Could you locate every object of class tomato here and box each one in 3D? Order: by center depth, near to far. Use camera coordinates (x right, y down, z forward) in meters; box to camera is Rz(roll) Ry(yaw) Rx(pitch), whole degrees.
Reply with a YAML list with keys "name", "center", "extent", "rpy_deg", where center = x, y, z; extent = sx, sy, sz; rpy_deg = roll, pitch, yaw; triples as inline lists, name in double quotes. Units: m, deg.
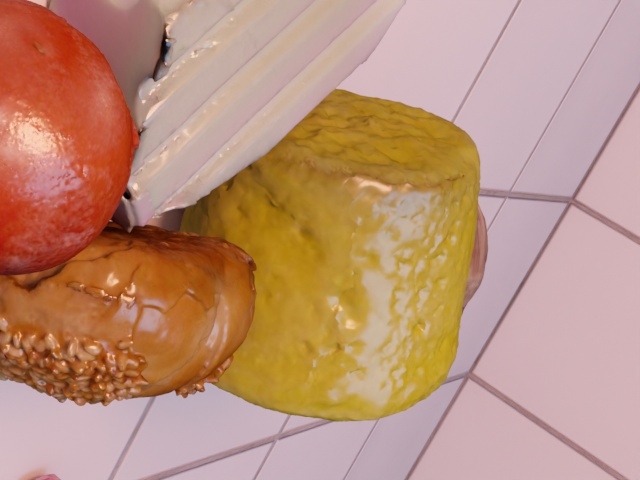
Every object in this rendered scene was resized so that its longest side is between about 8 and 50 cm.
- name: "tomato"
  center: [-0.242, -0.068, 0.853]
  extent: [0.184, 0.208, 0.208]
  rpy_deg: [-45, 156, -36]

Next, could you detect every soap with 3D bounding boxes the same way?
- name: "soap"
  center: [-0.071, -0.220, 1.061]
  extent: [0.446, 0.156, 0.261]
  rpy_deg: [-48, 157, -21]

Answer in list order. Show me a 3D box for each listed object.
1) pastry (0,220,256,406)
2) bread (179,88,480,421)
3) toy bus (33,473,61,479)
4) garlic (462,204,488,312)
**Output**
- name: "pastry"
  center: [-0.200, 0.065, 1.065]
  extent: [0.311, 0.255, 0.161]
  rpy_deg: [-2, 99, -62]
- name: "bread"
  center: [0.000, 0.000, 1.296]
  extent: [0.348, 0.348, 0.307]
  rpy_deg: [-30, 137, -48]
- name: "toy bus"
  center: [-0.347, 0.381, 1.415]
  extent: [0.063, 0.090, 0.203]
  rpy_deg: [-9, 128, -60]
- name: "garlic"
  center: [0.097, 0.035, 1.623]
  extent: [0.317, 0.259, 0.317]
  rpy_deg: [-24, 126, -37]
